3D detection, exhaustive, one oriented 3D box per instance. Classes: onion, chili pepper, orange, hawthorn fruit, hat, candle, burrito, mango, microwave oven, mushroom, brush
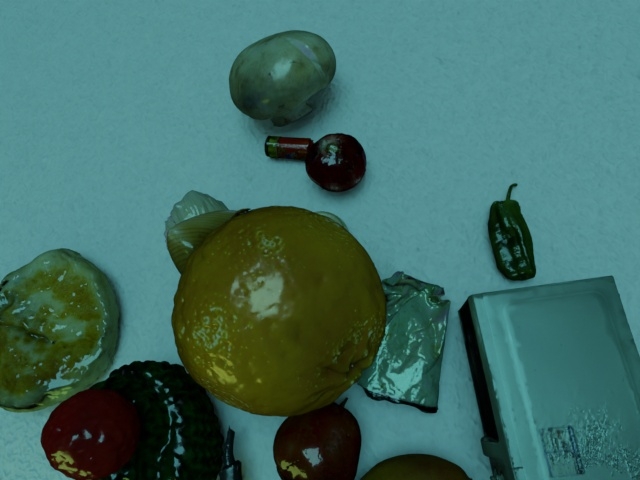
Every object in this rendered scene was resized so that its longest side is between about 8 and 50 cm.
[{"bbox_3d":[0.032,-0.160,0.930,0.131,0.131,0.131,-3,70,9],"label":"onion"},{"bbox_3d":[0.354,-0.025,0.849,0.072,0.073,0.203,-12,67,21],"label":"chili pepper"},{"bbox_3d":[-0.053,0.117,0.717,0.293,0.340,0.340,33,79,33],"label":"orange"},{"bbox_3d":[0.003,0.334,0.746,0.148,0.148,0.172,27,62,18],"label":"hawthorn fruit"},{"bbox_3d":[-0.311,0.322,0.704,0.242,0.332,0.274,-30,66,-3],"label":"hat"},{"bbox_3d":[-0.056,-0.204,0.997,0.131,0.052,0.051,8,72,11],"label":"candle"},{"bbox_3d":[0.155,0.177,0.802,0.144,0.089,0.228,15,74,1],"label":"burrito"},{"bbox_3d":[0.142,0.415,0.699,0.221,0.120,0.151,-4,69,16],"label":"mango"},{"bbox_3d":[0.354,0.229,0.693,0.238,0.181,0.294,-9,69,6],"label":"microwave oven"},{"bbox_3d":[-0.077,-0.359,0.985,0.255,0.255,0.184,-27,111,0],"label":"mushroom"},{"bbox_3d":[-0.219,-0.004,0.841,0.166,0.267,0.174,34,89,18],"label":"brush"}]

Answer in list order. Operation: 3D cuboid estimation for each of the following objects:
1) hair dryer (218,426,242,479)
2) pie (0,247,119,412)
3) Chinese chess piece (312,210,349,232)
[{"bbox_3d":[-0.099,0.436,0.736,0.236,0.091,0.271,-24,77,1],"label":"hair dryer"},{"bbox_3d":[-0.576,0.183,0.942,0.340,0.077,0.338,-4,66,9],"label":"pie"},{"bbox_3d":[0.000,0.000,0.912,0.122,0.051,0.121,-3,71,9],"label":"Chinese chess piece"}]
